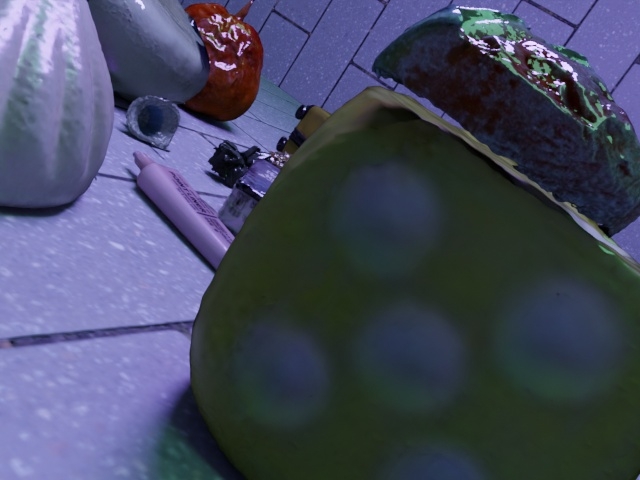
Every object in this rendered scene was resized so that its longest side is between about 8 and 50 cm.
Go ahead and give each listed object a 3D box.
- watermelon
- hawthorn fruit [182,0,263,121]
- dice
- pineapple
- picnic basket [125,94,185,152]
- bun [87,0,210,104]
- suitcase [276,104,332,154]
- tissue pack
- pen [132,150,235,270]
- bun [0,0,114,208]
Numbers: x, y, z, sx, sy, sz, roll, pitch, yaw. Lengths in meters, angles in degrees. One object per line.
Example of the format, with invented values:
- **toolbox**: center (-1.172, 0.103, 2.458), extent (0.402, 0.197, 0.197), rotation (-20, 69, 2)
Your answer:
- **watermelon**: center (0.123, -0.058, 0.343), extent (0.187, 0.071, 0.139), rotation (21, 25, -38)
- **hawthorn fruit**: center (-0.185, -0.351, 1.227), extent (0.207, 0.243, 0.207), rotation (33, 15, -10)
- **dice**: center (0.076, 0.056, 0.436), extent (0.233, 0.227, 0.238), rotation (37, 15, 13)
- **pineapple**: center (-0.091, -0.101, 0.954), extent (0.074, 0.074, 0.159), rotation (42, 20, 31)
- **picnic basket**: center (-0.208, -0.153, 0.861), extent (0.083, 0.065, 0.083), rotation (23, -1, 37)
- **bun**: center (-0.296, -0.306, 0.988), extent (0.283, 0.179, 0.283), rotation (53, 11, -15)
- **suitcase**: center (0.039, -0.111, 1.131), extent (0.193, 0.143, 0.235), rotation (27, 14, -29)
- **tissue pack**: center (0.000, 0.000, 0.793), extent (0.235, 0.073, 0.173), rotation (32, 13, -7)
- **pen**: center (-0.138, -0.036, 0.678), extent (0.197, 0.032, 0.053), rotation (43, 16, 29)
- **bun**: center (-0.263, -0.161, 0.518), extent (0.263, 0.175, 0.263), rotation (31, 15, -9)
